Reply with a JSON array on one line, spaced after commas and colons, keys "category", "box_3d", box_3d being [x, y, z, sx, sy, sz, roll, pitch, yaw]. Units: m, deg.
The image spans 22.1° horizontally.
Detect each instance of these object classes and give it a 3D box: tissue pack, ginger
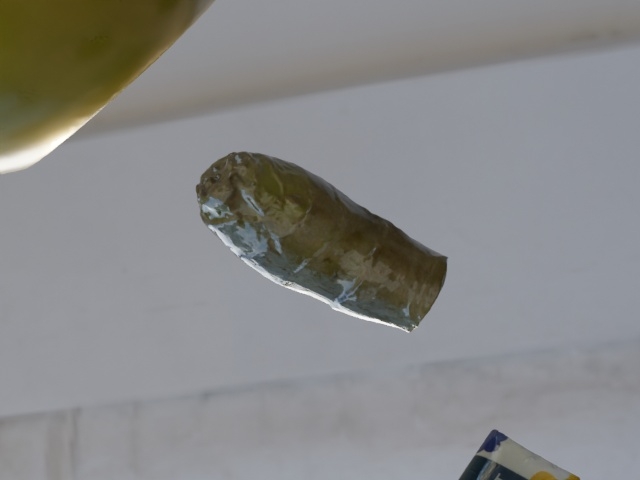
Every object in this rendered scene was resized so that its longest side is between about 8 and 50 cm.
[{"category": "tissue pack", "box_3d": [0.100, 0.156, 0.917, 0.083, 0.062, 0.042, -51, -23, -23]}, {"category": "ginger", "box_3d": [0.000, 0.000, 1.548, 0.116, 0.263, 0.109, -56, 15, 28]}]

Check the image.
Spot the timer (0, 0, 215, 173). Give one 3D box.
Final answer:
[{"category": "timer", "box_3d": [-0.234, -0.236, 0.913, 0.387, 0.376, 0.376, 48, -154, -15]}]
